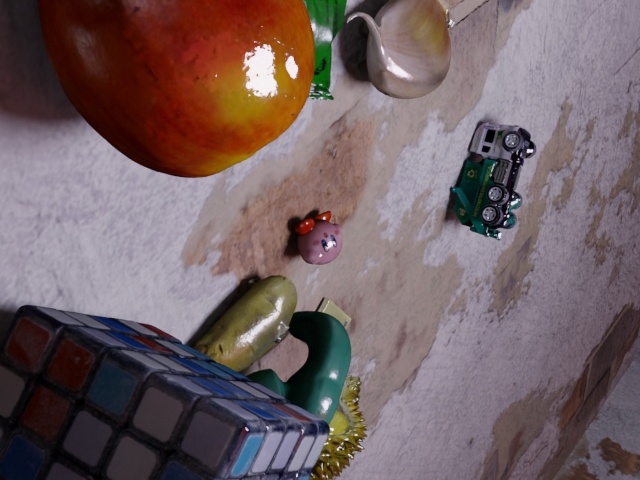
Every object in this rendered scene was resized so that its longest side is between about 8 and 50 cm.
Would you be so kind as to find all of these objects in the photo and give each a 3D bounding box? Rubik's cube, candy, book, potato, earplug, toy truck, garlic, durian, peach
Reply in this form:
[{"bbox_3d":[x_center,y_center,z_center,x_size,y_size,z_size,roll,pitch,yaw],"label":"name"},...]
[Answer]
[{"bbox_3d":[-0.203,0.264,1.035,0.292,0.287,0.293,-65,160,0],"label":"Rubik's cube"},{"bbox_3d":[-0.017,-0.275,1.181,0.141,0.078,0.203,-14,118,-54],"label":"candy"},{"bbox_3d":[0.011,0.147,1.597,0.077,0.014,0.111,-61,151,-10],"label":"book"},{"bbox_3d":[-0.102,0.127,1.336,0.188,0.085,0.105,-38,138,-31],"label":"potato"},{"bbox_3d":[-0.079,0.222,1.368,0.280,0.257,0.164,-10,160,-15],"label":"earplug"},{"bbox_3d":[0.320,-0.116,1.798,0.110,0.116,0.216,9,96,-61],"label":"toy truck"},{"bbox_3d":[0.111,-0.267,1.347,0.128,0.148,0.266,-35,-175,30],"label":"garlic"},{"bbox_3d":[-0.014,0.320,1.576,0.306,0.166,0.172,-20,154,-53],"label":"durian"},{"bbox_3d":[-0.137,-0.196,0.896,0.281,0.238,0.281,37,38,-36],"label":"peach"}]

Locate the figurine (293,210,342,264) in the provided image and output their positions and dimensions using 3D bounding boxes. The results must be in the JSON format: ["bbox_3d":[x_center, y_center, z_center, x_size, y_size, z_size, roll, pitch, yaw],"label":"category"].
[{"bbox_3d":[0.000,0.000,1.417,0.083,0.071,0.067,-27,175,-37],"label":"figurine"}]
